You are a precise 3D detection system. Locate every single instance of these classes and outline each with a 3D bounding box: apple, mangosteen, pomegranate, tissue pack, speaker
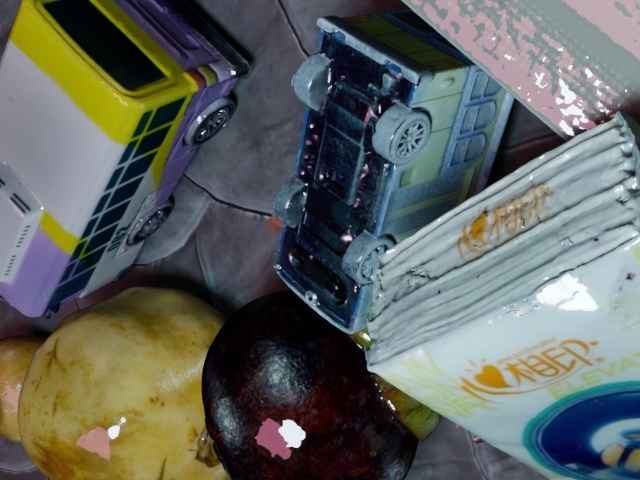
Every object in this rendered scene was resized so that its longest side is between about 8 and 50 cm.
[{"bbox_3d":[-0.478,0.244,1.583,0.182,0.155,0.182,21,120,42],"label":"apple"},{"bbox_3d":[0.005,0.192,1.150,0.300,0.300,0.300,16,120,29],"label":"mangosteen"},{"bbox_3d":[-0.247,0.227,1.328,0.332,0.332,0.332,16,120,29],"label":"pomegranate"},{"bbox_3d":[0.273,0.095,0.853,0.388,0.162,0.287,33,132,-29],"label":"tissue pack"},{"bbox_3d":[0.184,-0.256,0.844,0.406,0.184,0.183,42,130,10],"label":"speaker"}]

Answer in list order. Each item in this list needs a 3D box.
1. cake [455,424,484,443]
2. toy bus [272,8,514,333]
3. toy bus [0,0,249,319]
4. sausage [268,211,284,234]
[{"bbox_3d":[0.234,0.122,1.052,0.098,0.135,0.287,49,123,23],"label":"cake"},{"bbox_3d":[0.071,-0.076,1.004,0.152,0.190,0.312,38,130,34],"label":"toy bus"},{"bbox_3d":[-0.307,-0.106,1.220,0.209,0.249,0.440,45,130,9],"label":"toy bus"},{"bbox_3d":[0.000,0.000,1.198,0.147,0.035,0.030,26,122,20],"label":"sausage"}]
